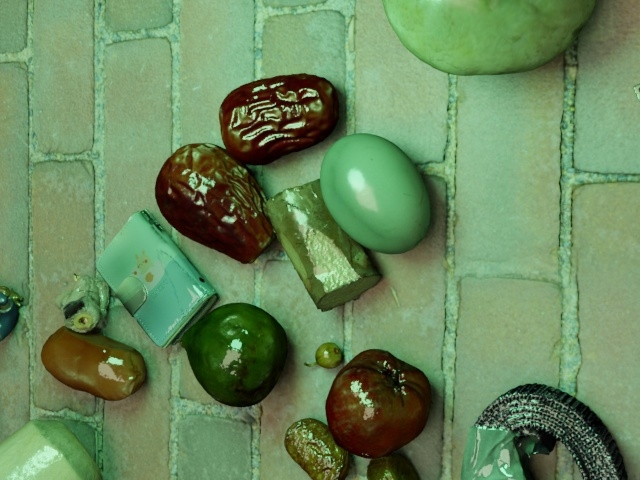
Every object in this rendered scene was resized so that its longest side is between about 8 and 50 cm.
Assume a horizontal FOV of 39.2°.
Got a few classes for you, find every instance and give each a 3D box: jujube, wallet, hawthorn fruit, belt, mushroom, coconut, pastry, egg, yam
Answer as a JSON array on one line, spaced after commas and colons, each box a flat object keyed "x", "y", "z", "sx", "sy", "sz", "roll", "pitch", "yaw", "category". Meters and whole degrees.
[{"x": -0.076, "y": -0.225, "z": 1.655, "sx": 0.230, "sy": 0.155, "sz": 0.155, "roll": -10, "pitch": 88, "yaw": 18, "category": "jujube"}, {"x": -0.340, "y": 0.081, "z": 1.849, "sx": 0.250, "sy": 0.075, "sz": 0.176, "roll": 48, "pitch": 109, "yaw": 19, "category": "wallet"}, {"x": 0.094, "y": 0.300, "z": 1.575, "sx": 0.185, "sy": 0.185, "sz": 0.202, "roll": 39, "pitch": 125, "yaw": 21, "category": "hawthorn fruit"}, {"x": 0.363, "y": 0.398, "z": 1.463, "sx": 0.260, "sy": 0.122, "sz": 0.325, "roll": -16, "pitch": 84, "yaw": 23, "category": "belt"}, {"x": 0.265, "y": -0.417, "z": 1.398, "sx": 0.352, "sy": 0.260, "sz": 0.352, "roll": 0, "pitch": 84, "yaw": 3, "category": "mushroom"}, {"x": -0.611, "y": 0.519, "z": 1.903, "sx": 0.237, "sy": 0.237, "sz": 0.266, "roll": 37, "pitch": 66, "yaw": 22, "category": "coconut"}, {"x": 0.130, "y": 0.427, "z": 1.600, "sx": 0.057, "sy": 0.097, "sz": 0.109, "roll": -34, "pitch": 76, "yaw": 26, "category": "pastry"}, {"x": -0.194, "y": -0.069, "z": 1.719, "sx": 0.255, "sy": 0.190, "sz": 0.190, "roll": 41, "pitch": 111, "yaw": 2, "category": "jujube"}, {"x": 0.095, "y": -0.080, "z": 1.554, "sx": 0.168, "sy": 0.168, "sz": 0.231, "roll": -40, "pitch": 76, "yaw": 24, "category": "egg"}, {"x": 0.000, "y": 0.001, "z": 1.638, "sx": 0.238, "sy": 0.129, "sz": 0.128, "roll": 62, "pitch": 151, "yaw": 12, "category": "yam"}]

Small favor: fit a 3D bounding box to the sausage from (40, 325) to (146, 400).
[{"x": -0.481, "y": 0.261, "z": 1.906, "sx": 0.258, "sy": 0.133, "sz": 0.133, "roll": 16, "pitch": 100, "yaw": 24, "category": "sausage"}]

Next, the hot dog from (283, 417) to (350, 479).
[{"x": -0.005, "y": 0.403, "z": 1.691, "sx": 0.147, "sy": 0.065, "sz": 0.099, "roll": 41, "pitch": 110, "yaw": 27, "category": "hot dog"}]

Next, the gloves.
[{"x": -0.502, "y": 0.137, "z": 1.919, "sx": 0.110, "sy": 0.144, "sz": 0.094, "roll": -27, "pitch": 122, "yaw": 27, "category": "gloves"}]

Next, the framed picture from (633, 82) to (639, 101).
[{"x": 0.590, "y": -0.180, "z": 1.371, "sx": 0.150, "sy": 0.015, "sz": 0.203, "roll": -28, "pitch": 79, "yaw": 26, "category": "framed picture"}]

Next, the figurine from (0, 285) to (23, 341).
[{"x": -0.827, "y": 0.141, "z": 2.065, "sx": 0.275, "sy": 0.158, "sz": 0.161, "roll": 19, "pitch": 92, "yaw": 26, "category": "figurine"}]

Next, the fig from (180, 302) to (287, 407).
[{"x": -0.181, "y": 0.210, "z": 1.705, "sx": 0.244, "sy": 0.195, "sz": 0.196, "roll": 9, "pitch": 97, "yaw": 24, "category": "fig"}]

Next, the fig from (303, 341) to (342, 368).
[{"x": 0.004, "y": 0.221, "z": 1.688, "sx": 0.083, "sy": 0.050, "sz": 0.050, "roll": -29, "pitch": 79, "yaw": 36, "category": "fig"}]
